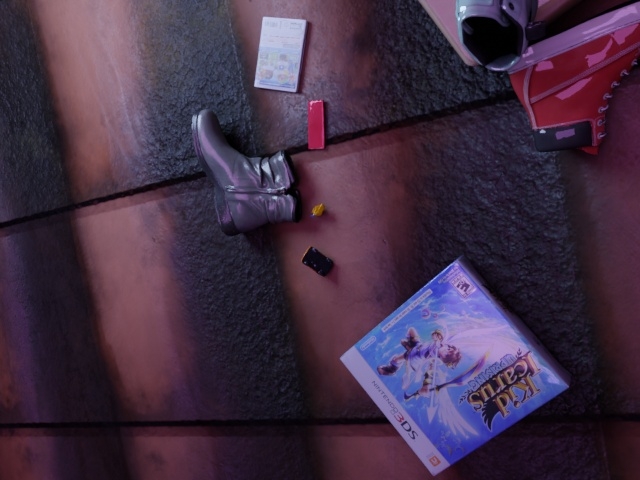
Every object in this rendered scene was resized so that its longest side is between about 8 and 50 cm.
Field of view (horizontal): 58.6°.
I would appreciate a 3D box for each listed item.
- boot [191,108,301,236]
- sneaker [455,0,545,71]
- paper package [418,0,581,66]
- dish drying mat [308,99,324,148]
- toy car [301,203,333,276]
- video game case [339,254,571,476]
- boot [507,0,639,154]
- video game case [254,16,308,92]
[{"bbox_3d":[-0.125,-0.136,1.028,0.161,0.083,0.246,-16,95,19],"label":"boot"},{"bbox_3d":[0.163,-0.297,0.571,0.094,0.151,0.255,-12,130,32],"label":"sneaker"},{"bbox_3d":[0.250,-0.434,0.727,0.325,0.168,0.309,-35,93,25],"label":"paper package"},{"bbox_3d":[-0.007,-0.201,0.992,0.032,0.008,0.083,2,98,26],"label":"dish drying mat"},{"bbox_3d":[0.000,0.000,1.009,0.040,0.060,0.121,6,80,68],"label":"toy car"},{"bbox_3d":[0.205,0.202,0.912,0.269,0.061,0.244,-45,78,23],"label":"video game case"},{"bbox_3d":[0.395,-0.218,0.768,0.245,0.088,0.176,-22,101,18],"label":"boot"},{"bbox_3d":[-0.070,-0.328,1.005,0.087,0.011,0.121,14,102,23],"label":"video game case"}]
